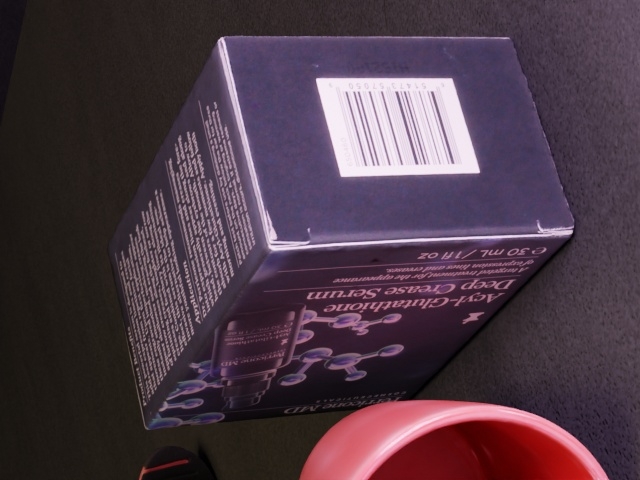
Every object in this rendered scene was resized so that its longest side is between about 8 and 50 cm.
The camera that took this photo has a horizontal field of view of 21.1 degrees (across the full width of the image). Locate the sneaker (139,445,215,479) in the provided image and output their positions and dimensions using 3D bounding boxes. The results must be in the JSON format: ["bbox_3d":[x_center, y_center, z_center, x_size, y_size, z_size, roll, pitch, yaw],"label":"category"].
[{"bbox_3d":[-0.190,0.433,2.307,0.136,0.116,0.314,121,139,-53],"label":"sneaker"}]

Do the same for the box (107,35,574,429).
[{"bbox_3d":[0.000,0.000,1.615,0.395,0.293,0.212,126,135,-55],"label":"box"}]

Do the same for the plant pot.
[{"bbox_3d":[0.097,0.259,1.506,0.243,0.275,0.275,-159,67,-74],"label":"plant pot"}]
